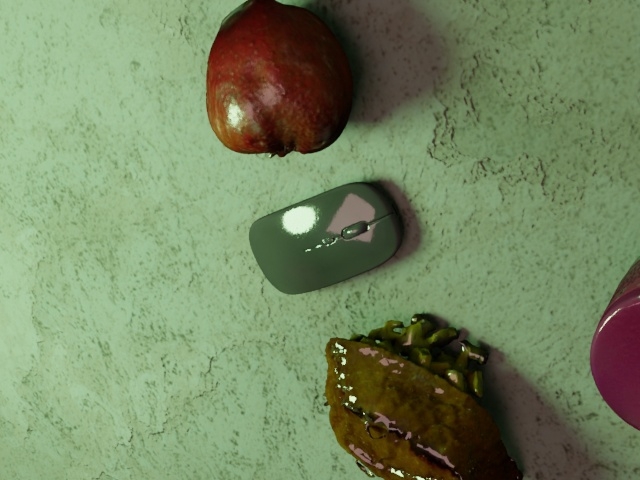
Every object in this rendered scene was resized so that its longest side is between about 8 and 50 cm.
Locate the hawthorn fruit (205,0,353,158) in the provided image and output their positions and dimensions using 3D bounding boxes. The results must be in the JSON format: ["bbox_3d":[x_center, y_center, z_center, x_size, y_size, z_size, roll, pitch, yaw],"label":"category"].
[{"bbox_3d":[-0.054,-0.200,1.265,0.185,0.185,0.202,-12,90,33],"label":"hawthorn fruit"}]

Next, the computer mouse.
[{"bbox_3d":[-0.001,0.001,1.392,0.232,0.057,0.120,-19,102,35],"label":"computer mouse"}]

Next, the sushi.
[{"bbox_3d":[0.131,0.224,1.371,0.296,0.179,0.167,29,140,18],"label":"sushi"}]

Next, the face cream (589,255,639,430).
[{"bbox_3d":[0.394,0.095,1.127,0.175,0.195,0.175,11,117,23],"label":"face cream"}]
